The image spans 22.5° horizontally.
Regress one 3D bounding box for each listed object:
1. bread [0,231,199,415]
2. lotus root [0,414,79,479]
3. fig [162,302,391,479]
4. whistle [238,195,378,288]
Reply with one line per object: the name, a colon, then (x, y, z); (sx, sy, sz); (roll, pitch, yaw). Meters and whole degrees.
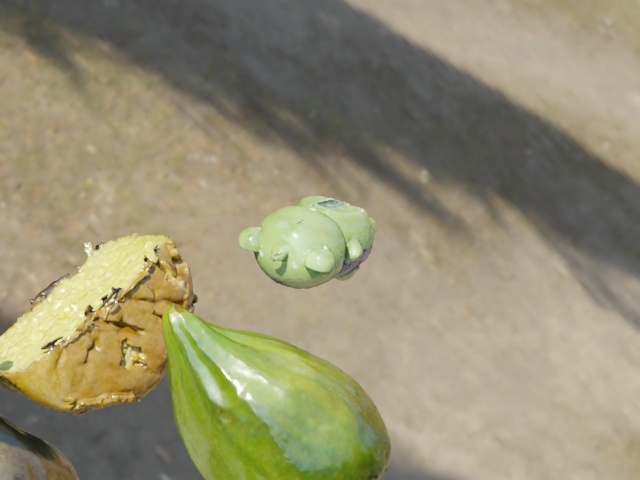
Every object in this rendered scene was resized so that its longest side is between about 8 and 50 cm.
bread: (-0.257, 0.115, 1.878); (0.260, 0.160, 0.147); (-48, 118, -31)
lotus root: (-0.404, 0.262, 1.730); (0.346, 0.250, 0.250); (27, 10, 38)
fig: (-0.054, 0.165, 1.427); (0.233, 0.167, 0.167); (18, 33, -21)
whistle: (0.000, 0.000, 1.650); (0.105, 0.085, 0.227); (17, 14, 21)
